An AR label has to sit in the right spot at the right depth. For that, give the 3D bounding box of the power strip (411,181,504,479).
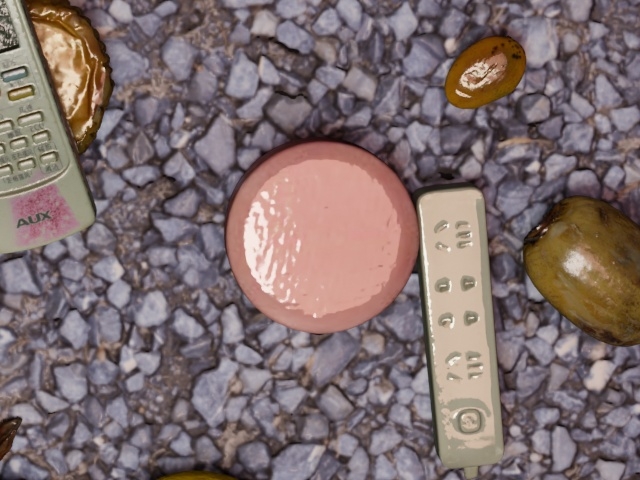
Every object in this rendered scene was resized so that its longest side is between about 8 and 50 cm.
[{"bbox_3d":[0.178,0.121,2.021,0.091,0.062,0.385,-6,98,-2],"label":"power strip"}]

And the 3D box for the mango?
[{"bbox_3d":[0.206,-0.209,1.980,0.114,0.057,0.079,-39,104,9],"label":"mango"}]

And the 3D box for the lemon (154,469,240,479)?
[{"bbox_3d":[-0.150,0.381,1.966,0.244,0.187,0.187,15,96,-2],"label":"lemon"}]

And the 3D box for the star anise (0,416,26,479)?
[{"bbox_3d":[-0.464,0.329,1.945,0.288,0.088,0.288,8,63,-16],"label":"star anise"}]

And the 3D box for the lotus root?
[{"bbox_3d":[0.375,0.057,1.993,0.278,0.154,0.154,40,93,-14],"label":"lotus root"}]

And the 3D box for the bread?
[{"bbox_3d":[-0.374,-0.194,1.883,0.253,0.142,0.227,14,95,-10],"label":"bread"}]

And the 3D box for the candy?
[{"bbox_3d":[0.000,0.000,1.969,0.255,0.094,0.255,-1,98,-6],"label":"candy"}]

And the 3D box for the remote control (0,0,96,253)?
[{"bbox_3d":[-0.365,-0.148,1.778,0.145,0.050,0.344,-17,117,-3],"label":"remote control"}]
